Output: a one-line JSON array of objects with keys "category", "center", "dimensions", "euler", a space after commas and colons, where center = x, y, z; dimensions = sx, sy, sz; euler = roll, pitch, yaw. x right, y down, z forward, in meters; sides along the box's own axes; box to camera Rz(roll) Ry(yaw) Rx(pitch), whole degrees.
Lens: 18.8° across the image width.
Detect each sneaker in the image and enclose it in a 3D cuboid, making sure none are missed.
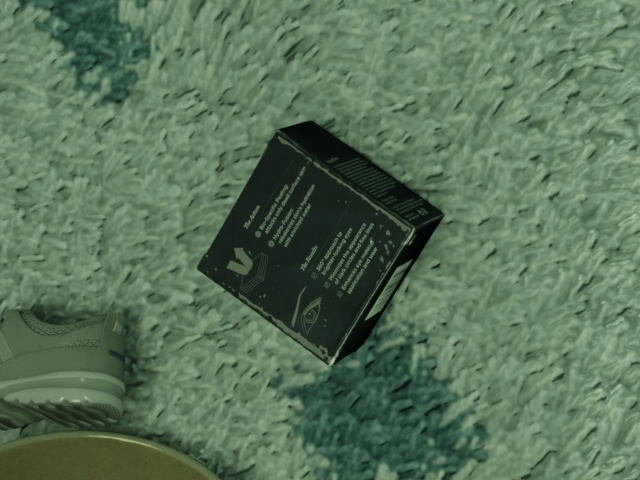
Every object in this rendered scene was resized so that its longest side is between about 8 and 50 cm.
[{"category": "sneaker", "center": [-0.303, 0.120, 1.911], "dimensions": [0.281, 0.105, 0.115], "euler": [1, 65, 26]}]

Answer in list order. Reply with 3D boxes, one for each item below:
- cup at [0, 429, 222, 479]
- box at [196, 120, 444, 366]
[{"category": "cup", "center": [-0.227, 0.375, 1.817], "dimensions": [0.331, 0.331, 0.237], "euler": [19, 131, 18]}, {"category": "box", "center": [0.000, 0.000, 1.749], "dimensions": [0.158, 0.093, 0.156], "euler": [36, 111, 12]}]
